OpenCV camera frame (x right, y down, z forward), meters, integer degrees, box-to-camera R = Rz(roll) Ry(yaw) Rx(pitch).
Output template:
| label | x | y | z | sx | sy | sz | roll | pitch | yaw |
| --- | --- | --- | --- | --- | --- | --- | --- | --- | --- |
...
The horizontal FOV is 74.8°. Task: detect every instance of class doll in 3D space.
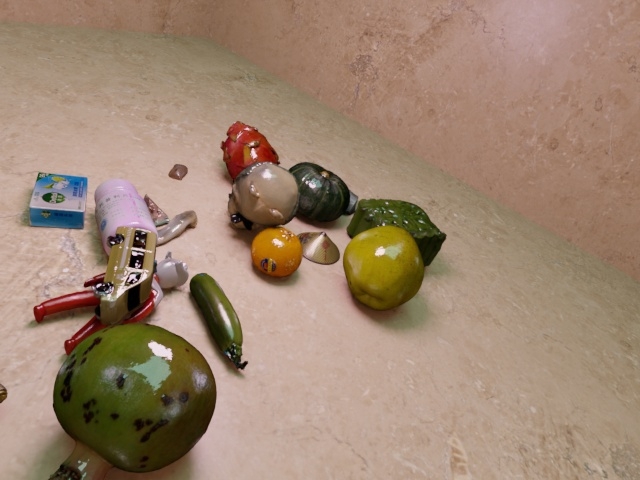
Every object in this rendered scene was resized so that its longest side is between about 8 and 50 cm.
| label | x | y | z | sx | sy | sz | roll | pitch | yaw |
| --- | --- | --- | --- | --- | --- | --- | --- | --- | --- |
| doll | -0.218 | -0.145 | 1.484 | 0.247 | 0.248 | 0.349 | 5 | 1 | -26 |
| doll | -0.504 | 0.137 | 1.087 | 0.188 | 0.099 | 0.384 | 38 | 41 | 20 |

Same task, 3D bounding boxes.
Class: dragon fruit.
| label | x | y | z | sx | sy | sz | roll | pitch | yaw |
| --- | --- | --- | --- | --- | --- | --- | --- | --- | --- |
| dragon fruit | -0.292 | -0.335 | 1.768 | 0.315 | 0.250 | 0.250 | 55 | 12 | -37 |

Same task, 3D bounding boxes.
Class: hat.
| label | x | y | z | sx | sy | sz | roll | pitch | yaw |
| --- | --- | --- | --- | --- | --- | --- | --- | --- | --- |
| hat | 0.000 | 0.000 | 1.606 | 0.192 | 0.082 | 0.193 | 17 | 32 | -11 |

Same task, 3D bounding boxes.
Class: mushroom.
| label | x | y | z | sx | sy | sz | roll | pitch | yaw |
| --- | --- | --- | --- | --- | --- | --- | --- | --- | --- |
| mushroom | -0.487 | -0.040 | 1.393 | 0.059 | 0.055 | 0.202 | 24 | 37 | 12 |

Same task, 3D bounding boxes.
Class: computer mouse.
| label | x | y | z | sx | sy | sz | roll | pitch | yaw |
| --- | --- | --- | --- | --- | --- | --- | --- | --- | --- |
| computer mouse | 0.125 | -0.201 | 1.985 | 0.126 | 0.071 | 0.231 | 23 | 32 | 0 |

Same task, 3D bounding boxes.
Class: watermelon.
| label | x | y | z | sx | sy | sz | roll | pitch | yaw |
| --- | --- | --- | --- | --- | --- | --- | --- | --- | --- |
| watermelon | -0.566 | -0.103 | 1.419 | 0.101 | 0.080 | 0.155 | 6 | 20 | -41 |

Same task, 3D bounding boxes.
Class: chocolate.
| label | x | y | z | sx | sy | sz | roll | pitch | yaw |
| --- | --- | --- | --- | --- | --- | --- | --- | --- | --- |
| chocolate | -0.579 | -0.285 | 1.703 | 0.064 | 0.031 | 0.101 | 15 | 34 | -4 |

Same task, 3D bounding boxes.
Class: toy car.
| label | x | y | z | sx | sy | sz | roll | pitch | yaw |
| --- | --- | --- | --- | --- | --- | --- | --- | --- | --- |
| toy car | -0.466 | 0.082 | 1.021 | 0.124 | 0.101 | 0.257 | 5 | 43 | -19 |

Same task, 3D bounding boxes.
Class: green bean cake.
| label | x | y | z | sx | sy | sz | roll | pitch | yaw |
| --- | --- | --- | --- | --- | --- | --- | --- | --- | --- |
| green bean cake | 0.310 | -0.040 | 1.735 | 0.334 | 0.218 | 0.319 | -4 | 41 | -38 |

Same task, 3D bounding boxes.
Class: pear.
| label | x | y | z | sx | sy | sz | roll | pitch | yaw |
| --- | --- | --- | --- | --- | --- | --- | --- | --- | --- |
| pear | 0.218 | 0.087 | 1.444 | 0.293 | 0.294 | 0.294 | 16 | 33 | -11 |

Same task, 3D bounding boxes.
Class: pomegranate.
| label | x | y | z | sx | sy | sz | roll | pitch | yaw |
| --- | --- | --- | --- | --- | --- | --- | --- | --- | --- |
| pomegranate | -0.368 | 0.302 | 0.769 | 0.290 | 0.291 | 0.323 | 38 | 44 | 21 |

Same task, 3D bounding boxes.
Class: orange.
| label | x | y | z | sx | sy | sz | roll | pitch | yaw |
| --- | --- | --- | --- | --- | --- | --- | --- | --- | --- |
| orange | -0.145 | 0.037 | 1.399 | 0.177 | 0.155 | 0.178 | 6 | 31 | -4 |

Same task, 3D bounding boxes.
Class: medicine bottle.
| label | x | y | z | sx | sy | sz | roll | pitch | yaw |
| --- | --- | --- | --- | --- | --- | --- | --- | --- | --- |
| medicine bottle | -0.593 | -0.066 | 1.264 | 0.151 | 0.152 | 0.255 | -5 | 42 | -37 |

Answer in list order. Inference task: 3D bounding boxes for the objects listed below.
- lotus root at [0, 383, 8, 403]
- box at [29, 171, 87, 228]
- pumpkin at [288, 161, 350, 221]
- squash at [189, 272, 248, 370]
| label | x | y | z | sx | sy | sz | roll | pitch | yaw |
| --- | --- | --- | --- | --- | --- | --- | --- | --- | --- |
| lotus root | -0.728 | 0.244 | 0.733 | 0.313 | 0.142 | 0.170 | 12 | 38 | -19 |
| box | -0.800 | -0.124 | 1.289 | 0.139 | 0.073 | 0.194 | 4 | 37 | -29 |
| pumpkin | -0.021 | -0.199 | 1.774 | 0.300 | 0.207 | 0.300 | 26 | 19 | -10 |
| squash | -0.274 | 0.205 | 1.135 | 0.087 | 0.087 | 0.332 | -5 | 43 | -37 |
